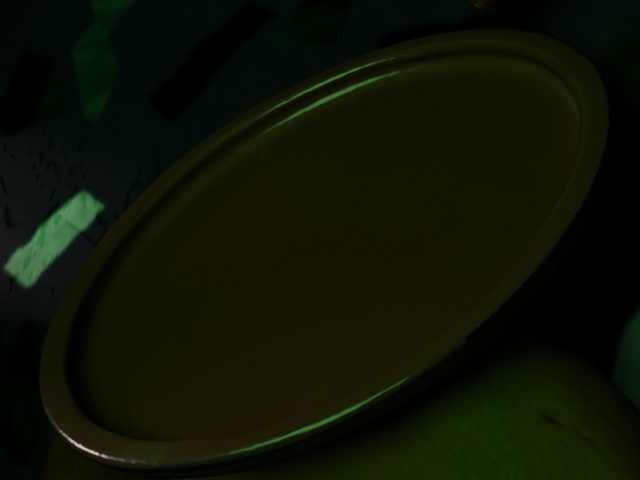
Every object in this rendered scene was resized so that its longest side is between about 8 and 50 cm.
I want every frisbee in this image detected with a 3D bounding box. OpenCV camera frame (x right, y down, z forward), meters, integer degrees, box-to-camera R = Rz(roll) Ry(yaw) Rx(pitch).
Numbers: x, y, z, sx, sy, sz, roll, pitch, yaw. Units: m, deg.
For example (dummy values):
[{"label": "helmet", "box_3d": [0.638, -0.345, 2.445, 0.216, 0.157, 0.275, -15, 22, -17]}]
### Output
[{"label": "frisbee", "box_3d": [0.000, 0.000, 0.740, 0.251, 0.021, 0.251, -26, 30, 16]}]

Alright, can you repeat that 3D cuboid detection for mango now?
[{"label": "mango", "box_3d": [0.034, 0.089, 0.712, 0.253, 0.113, 0.138, 23, 72, 44]}]

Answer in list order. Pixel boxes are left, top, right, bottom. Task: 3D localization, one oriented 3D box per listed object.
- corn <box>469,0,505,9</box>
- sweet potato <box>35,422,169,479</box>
[{"label": "corn", "box_3d": [0.118, -0.221, 0.743, 0.092, 0.092, 0.280, 46, 109, 36]}, {"label": "sweet potato", "box_3d": [-0.076, 0.170, 0.783, 0.112, 0.112, 0.359, -29, 62, 29]}]
